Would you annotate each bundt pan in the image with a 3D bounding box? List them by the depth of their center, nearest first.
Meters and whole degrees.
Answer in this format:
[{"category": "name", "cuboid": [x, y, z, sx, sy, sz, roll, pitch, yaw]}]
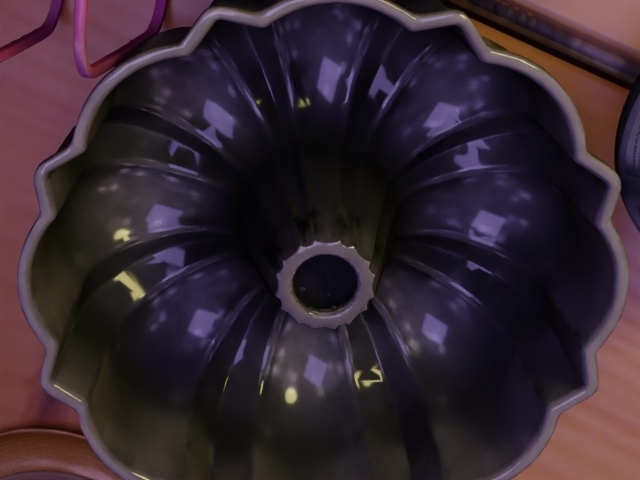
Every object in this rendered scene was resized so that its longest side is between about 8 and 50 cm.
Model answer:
[{"category": "bundt pan", "cuboid": [0.000, 0.000, 1.069, 0.331, 0.124, 0.331, -1, 114, -3]}]

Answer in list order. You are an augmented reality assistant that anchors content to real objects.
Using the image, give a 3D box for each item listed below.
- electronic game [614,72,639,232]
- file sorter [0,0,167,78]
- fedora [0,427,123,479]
[{"category": "electronic game", "cuboid": [0.273, -0.061, 1.032, 0.229, 0.048, 0.229, -5, 133, -6]}, {"category": "file sorter", "cuboid": [-0.233, -0.201, 1.054, 0.291, 0.202, 0.182, 8, 106, 7]}, {"category": "fedora", "cuboid": [-0.177, 0.212, 1.189, 0.194, 0.079, 0.194, 2, 101, 9]}]
